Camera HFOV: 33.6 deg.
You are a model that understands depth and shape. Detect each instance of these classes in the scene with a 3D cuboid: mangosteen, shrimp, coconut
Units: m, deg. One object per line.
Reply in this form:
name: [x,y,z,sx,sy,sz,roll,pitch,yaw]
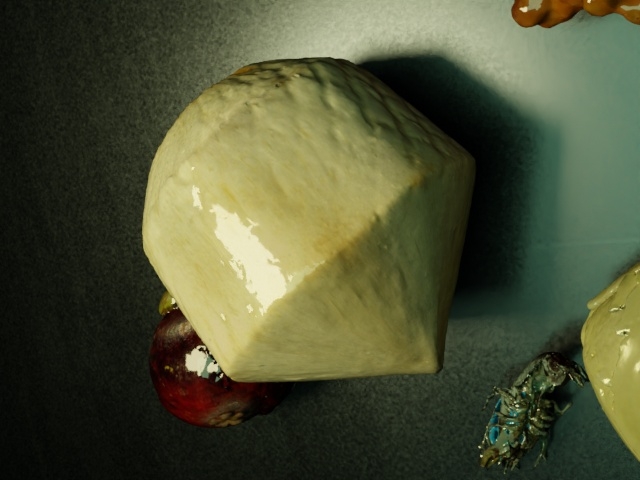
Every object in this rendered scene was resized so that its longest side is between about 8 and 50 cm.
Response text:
mangosteen: [-0.107,0.107,1.133,0.166,0.166,0.180,-31,67,29]
shrimp: [0.208,0.164,1.032,0.082,0.076,0.174,13,131,-12]
coconut: [0.000,0.000,0.974,0.328,0.329,0.329,6,104,25]

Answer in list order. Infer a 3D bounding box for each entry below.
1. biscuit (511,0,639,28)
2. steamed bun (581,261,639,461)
biscuit: [0.286,-0.337,0.836,0.312,0.110,0.318,-6,103,20]
steamed bun: [0.355,0.128,0.894,0.232,0.166,0.273,-38,83,26]
